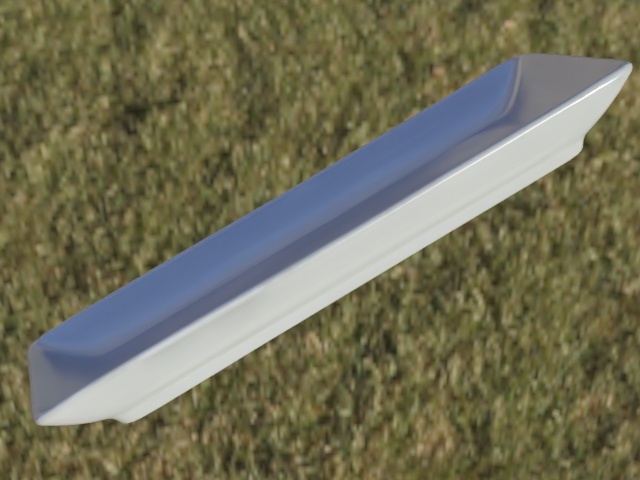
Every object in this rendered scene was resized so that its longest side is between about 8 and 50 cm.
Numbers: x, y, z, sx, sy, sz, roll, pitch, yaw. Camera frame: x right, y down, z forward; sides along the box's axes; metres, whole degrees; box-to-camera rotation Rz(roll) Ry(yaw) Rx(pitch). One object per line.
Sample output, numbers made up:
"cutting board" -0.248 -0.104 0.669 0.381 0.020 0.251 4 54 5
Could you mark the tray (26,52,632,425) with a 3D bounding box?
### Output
"tray" 0.000 0.000 0.707 0.270 0.030 0.145 -31 13 -5
